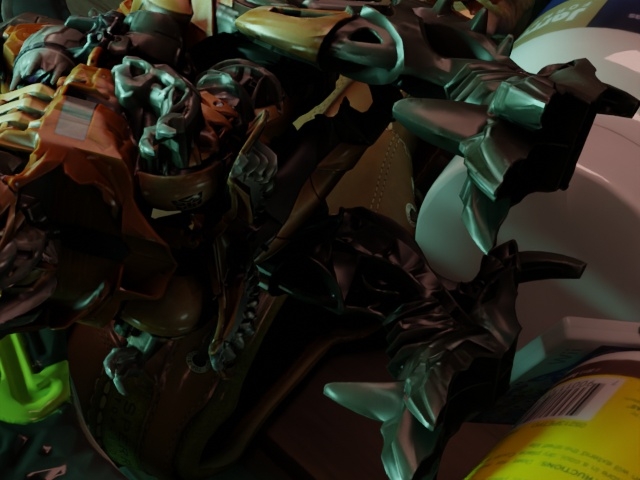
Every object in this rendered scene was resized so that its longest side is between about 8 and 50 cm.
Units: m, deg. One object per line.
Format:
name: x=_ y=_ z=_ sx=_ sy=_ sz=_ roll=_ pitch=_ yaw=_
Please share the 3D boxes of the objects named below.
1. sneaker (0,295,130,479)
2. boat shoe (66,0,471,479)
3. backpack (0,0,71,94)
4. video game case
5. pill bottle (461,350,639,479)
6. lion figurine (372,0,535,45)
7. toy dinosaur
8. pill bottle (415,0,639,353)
sneaker: x=-0.118 y=0.132 z=0.636 sx=0.145 sy=0.147 sz=0.384 roll=-7 pitch=54 yaw=-16
boat shoe: x=0.000 y=0.000 z=0.832 sx=0.104 sy=0.110 sz=0.307 roll=26 pitch=55 yaw=28
backpack: x=-0.155 y=-0.048 z=0.889 sx=0.152 sy=0.115 sz=0.182 roll=-29 pitch=43 yaw=-14
video game case: x=0.126 y=0.056 z=0.725 sx=0.122 sy=0.087 sz=0.011 roll=6 pitch=62 yaw=-25
pill bottle: x=0.075 y=0.138 z=0.617 sx=0.117 sy=0.117 sz=0.215 roll=23 pitch=44 yaw=30
lion figurine: x=0.025 y=-0.227 z=1.103 sx=0.240 sy=0.142 sz=0.392 roll=11 pitch=34 yaw=6
toy dinosaur: x=-0.017 y=-0.044 z=0.638 sx=0.218 sy=0.164 sz=0.322 roll=29 pitch=62 yaw=21
pill bottle: x=0.156 y=-0.053 z=0.840 sx=0.153 sy=0.153 sz=0.264 roll=16 pitch=40 yaw=24
